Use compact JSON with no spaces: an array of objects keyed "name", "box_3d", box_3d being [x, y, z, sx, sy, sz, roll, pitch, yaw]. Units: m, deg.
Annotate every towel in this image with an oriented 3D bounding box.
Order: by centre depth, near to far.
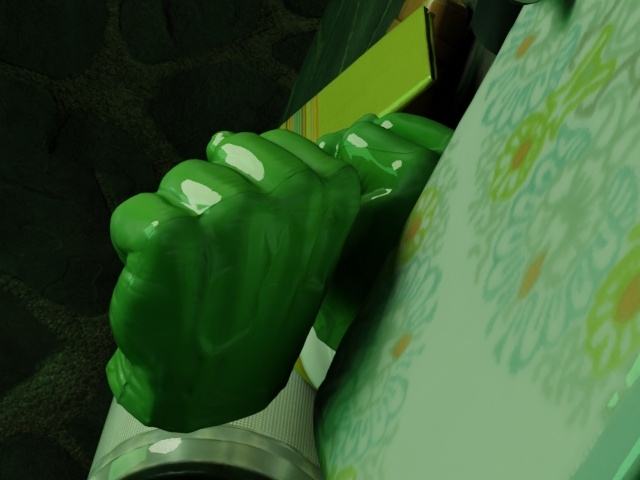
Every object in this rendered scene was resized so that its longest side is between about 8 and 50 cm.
[{"name":"towel","box_3d":[0.113,0.016,0.466,0.375,0.090,0.320,-62,13,16]},{"name":"towel","box_3d":[0.025,-0.116,1.118,0.237,0.021,0.102,-37,40,37]}]

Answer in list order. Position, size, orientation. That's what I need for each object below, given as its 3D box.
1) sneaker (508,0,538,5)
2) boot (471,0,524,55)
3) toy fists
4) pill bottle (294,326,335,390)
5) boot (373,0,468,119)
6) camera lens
[{"name":"sneaker","box_3d":[0.094,-0.123,0.537,0.037,0.031,0.083,-62,2,43]},{"name":"boot","box_3d":[0.176,-0.227,0.642,0.246,0.094,0.207,-41,-26,-18]},{"name":"toy fists","box_3d":[0.000,0.000,0.658,0.096,0.279,0.142,42,126,32]},{"name":"pill bottle","box_3d":[0.034,0.067,0.890,0.215,0.117,0.117,179,109,-82]},{"name":"boot","box_3d":[0.083,-0.130,1.157,0.220,0.109,0.283,-63,4,22]},{"name":"camera lens","box_3d":[-0.081,0.183,1.036,0.274,0.219,0.219,-83,14,-56]}]
